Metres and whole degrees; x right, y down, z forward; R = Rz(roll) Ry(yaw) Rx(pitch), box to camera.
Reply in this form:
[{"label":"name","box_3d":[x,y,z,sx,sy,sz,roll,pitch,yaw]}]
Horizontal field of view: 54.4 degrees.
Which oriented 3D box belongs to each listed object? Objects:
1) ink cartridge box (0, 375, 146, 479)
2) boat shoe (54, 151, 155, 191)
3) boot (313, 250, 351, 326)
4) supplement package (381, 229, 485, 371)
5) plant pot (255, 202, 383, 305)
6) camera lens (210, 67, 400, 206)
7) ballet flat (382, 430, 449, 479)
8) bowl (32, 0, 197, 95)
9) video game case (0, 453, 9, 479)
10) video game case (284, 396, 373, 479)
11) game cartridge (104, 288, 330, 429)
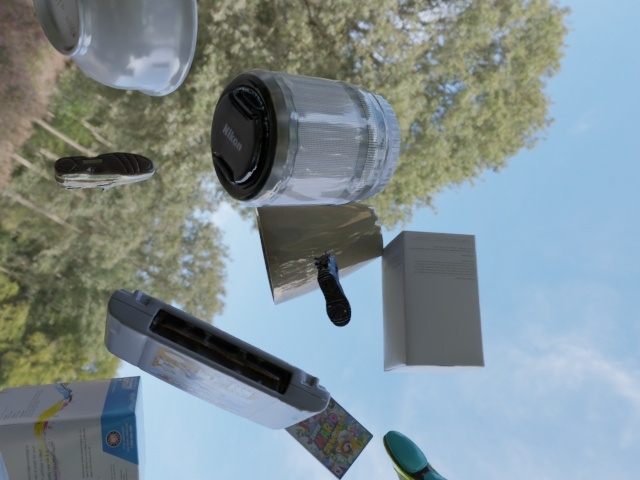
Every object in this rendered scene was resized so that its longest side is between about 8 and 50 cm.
[{"label":"ink cartridge box","box_3d":[-0.480,0.393,1.187,0.197,0.270,0.198,-146,-125,-74]},{"label":"boat shoe","box_3d":[-0.432,-0.133,1.255,0.072,0.190,0.068,108,-27,-44]},{"label":"boot","box_3d":[0.023,0.087,1.141,0.045,0.121,0.099,-20,-163,6]},{"label":"supplement package","box_3d":[0.242,0.144,1.393,0.175,0.178,0.292,125,-33,-70]},{"label":"plant pot","box_3d":[0.000,0.000,1.471,0.274,0.256,0.256,-12,-155,-7]},{"label":"camera lens","box_3d":[-0.030,-0.167,1.055,0.219,0.274,0.219,6,-83,52]},{"label":"ballet flat","box_3d":[0.204,0.488,1.268,0.231,0.077,0.077,34,-58,41]},{"label":"bowl","box_3d":[-0.315,-0.343,0.884,0.134,0.297,0.298,-25,-178,-38]},{"label":"video game case","box_3d":[-0.429,0.283,0.716,0.019,0.143,0.157,-46,-122,14]},{"label":"video game case","box_3d":[0.014,0.397,1.300,0.119,0.166,0.015,-45,172,-28]},{"label":"game cartridge","box_3d":[-0.150,0.171,0.841,0.198,0.297,0.062,-52,-167,56]}]
